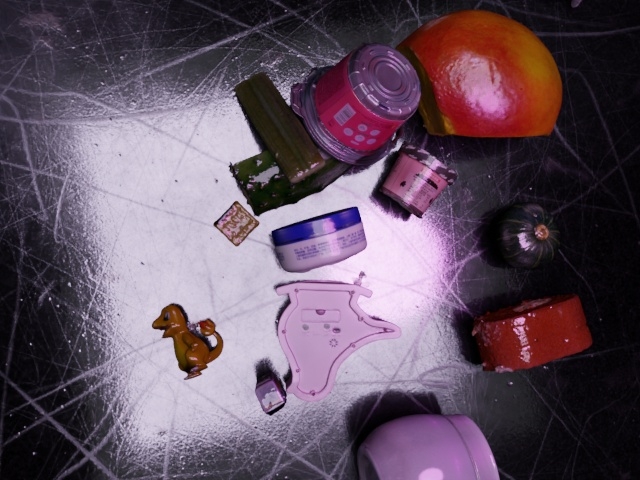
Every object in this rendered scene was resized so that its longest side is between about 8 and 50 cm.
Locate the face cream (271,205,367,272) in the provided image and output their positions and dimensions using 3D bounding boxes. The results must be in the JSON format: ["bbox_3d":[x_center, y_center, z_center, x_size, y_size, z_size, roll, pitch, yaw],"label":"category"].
[{"bbox_3d":[0.000,0.000,1.351,0.206,0.206,0.111,-17,96,-7],"label":"face cream"}]

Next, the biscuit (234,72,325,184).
[{"bbox_3d":[-0.098,-0.267,1.361,0.099,0.038,0.322,-28,65,-6],"label":"biscuit"}]

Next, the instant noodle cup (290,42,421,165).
[{"bbox_3d":[0.105,-0.318,1.336,0.303,0.182,0.258,-1,73,-30],"label":"instant noodle cup"}]

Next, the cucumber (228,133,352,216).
[{"bbox_3d":[-0.039,-0.177,1.405,0.326,0.105,0.145,-24,90,-10],"label":"cucumber"}]

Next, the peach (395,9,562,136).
[{"bbox_3d":[0.370,-0.383,1.389,0.381,0.242,0.305,3,93,-7],"label":"peach"}]

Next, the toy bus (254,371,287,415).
[{"bbox_3d":[-0.113,0.341,1.347,0.058,0.172,0.072,-29,87,-6],"label":"toy bus"}]

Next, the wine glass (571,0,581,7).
[{"bbox_3d":[0.584,-0.641,1.505,0.155,0.073,0.073,20,86,-9],"label":"wine glass"}]

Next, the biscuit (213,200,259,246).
[{"bbox_3d":[-0.199,-0.040,1.421,0.081,0.018,0.083,43,85,-4],"label":"biscuit"}]

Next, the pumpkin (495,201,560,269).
[{"bbox_3d":[0.501,-0.010,1.451,0.167,0.125,0.167,2,77,-7],"label":"pumpkin"}]

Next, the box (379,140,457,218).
[{"bbox_3d":[0.224,-0.138,1.414,0.151,0.151,0.135,32,93,-5],"label":"box"}]

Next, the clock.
[{"bbox_3d":[0.041,0.231,1.415,0.291,0.080,0.275,-1,89,-6],"label":"clock"}]

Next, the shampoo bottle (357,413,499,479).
[{"bbox_3d":[0.237,0.526,1.335,0.267,0.273,0.272,-10,90,-16],"label":"shampoo bottle"}]

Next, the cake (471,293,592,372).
[{"bbox_3d":[0.504,0.222,1.422,0.283,0.177,0.150,-12,90,-8],"label":"cake"}]

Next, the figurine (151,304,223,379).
[{"bbox_3d":[-0.299,0.219,1.377,0.122,0.121,0.176,-32,82,-34],"label":"figurine"}]
